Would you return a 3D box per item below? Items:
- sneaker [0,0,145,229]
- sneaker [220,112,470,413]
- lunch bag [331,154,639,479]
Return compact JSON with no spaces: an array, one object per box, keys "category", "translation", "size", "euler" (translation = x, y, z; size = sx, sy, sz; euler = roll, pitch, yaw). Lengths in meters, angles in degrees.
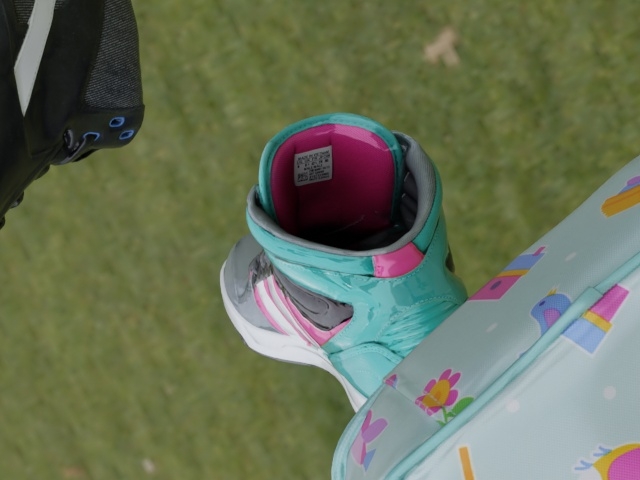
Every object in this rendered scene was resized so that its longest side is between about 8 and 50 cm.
[{"category":"sneaker","translation":[-0.126,-0.021,0.750],"size":[0.079,0.121,0.217],"euler":[23,100,39]},{"category":"sneaker","translation":[0.000,0.000,1.264],"size":[0.295,0.124,0.178],"euler":[30,140,57]},{"category":"lunch bag","translation":[0.155,0.096,0.803],"size":[0.224,0.279,0.108],"euler":[50,174,-14]}]
